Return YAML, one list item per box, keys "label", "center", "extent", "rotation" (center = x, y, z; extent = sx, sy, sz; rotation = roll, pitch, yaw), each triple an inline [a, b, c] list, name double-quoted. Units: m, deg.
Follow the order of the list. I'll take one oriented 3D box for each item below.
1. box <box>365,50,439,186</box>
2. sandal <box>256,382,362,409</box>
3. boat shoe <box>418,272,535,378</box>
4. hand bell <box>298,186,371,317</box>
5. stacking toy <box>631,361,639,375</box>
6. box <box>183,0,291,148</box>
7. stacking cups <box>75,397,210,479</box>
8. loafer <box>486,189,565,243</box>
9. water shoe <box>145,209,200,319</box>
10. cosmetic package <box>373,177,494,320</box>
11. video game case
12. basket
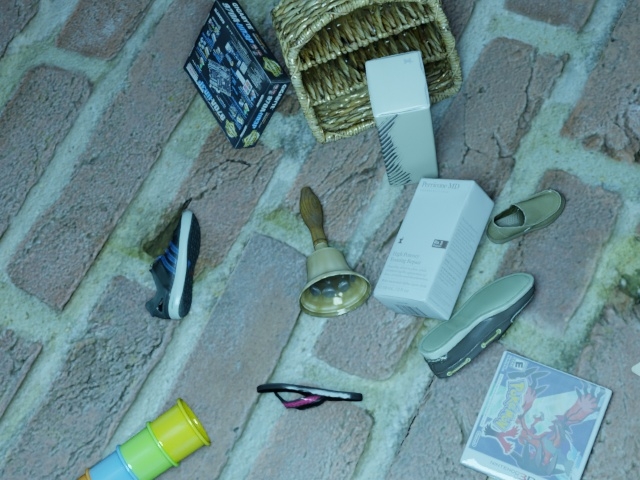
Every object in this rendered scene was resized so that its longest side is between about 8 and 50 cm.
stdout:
- label: "box"
  center: [0.142, -0.199, 1.862]
  extent: [0.094, 0.275, 0.113]
  rotation: [-10, 66, 6]
- label: "sandal"
  center: [-0.021, 0.261, 1.814]
  extent: [0.179, 0.067, 0.040]
  rotation: [6, 80, 10]
- label: "boat shoe"
  center: [0.265, 0.139, 1.814]
  extent: [0.227, 0.069, 0.081]
  rotation: [-35, 26, -10]
- label: "hand bell"
  center: [0.000, 0.000, 1.912]
  extent: [0.126, 0.126, 0.242]
  rotation: [-17, 54, 3]
- label: "stacking toy"
  center: [0.676, 0.184, 1.727]
  extent: [0.309, 0.130, 0.279]
  rotation: [44, 106, 26]
- label: "box"
  center: [-0.157, -0.306, 2.023]
  extent: [0.051, 0.175, 0.220]
  rotation: [-11, 57, -39]
- label: "stacking cups"
  center: [-0.338, 0.381, 1.802]
  extent: [0.316, 0.096, 0.096]
  rotation: [-32, 66, -4]
- label: "loafer"
  center: [0.353, -0.043, 1.882]
  extent: [0.148, 0.050, 0.056]
  rotation: [-31, 66, -4]
- label: "water shoe"
  center: [-0.265, 0.039, 1.945]
  extent: [0.080, 0.073, 0.203]
  rotation: [1, 67, 13]
- label: "cosmetic package"
  center: [0.191, 0.012, 1.848]
  extent: [0.117, 0.085, 0.231]
  rotation: [5, 66, 42]
- label: "video game case"
  center: [0.343, 0.298, 1.754]
  extent: [0.183, 0.023, 0.201]
  rotation: [20, 72, 17]
- label: "basket"
  center: [0.083, -0.350, 1.971]
  extent: [0.299, 0.213, 0.223]
  rotation: [-19, 64, 2]
